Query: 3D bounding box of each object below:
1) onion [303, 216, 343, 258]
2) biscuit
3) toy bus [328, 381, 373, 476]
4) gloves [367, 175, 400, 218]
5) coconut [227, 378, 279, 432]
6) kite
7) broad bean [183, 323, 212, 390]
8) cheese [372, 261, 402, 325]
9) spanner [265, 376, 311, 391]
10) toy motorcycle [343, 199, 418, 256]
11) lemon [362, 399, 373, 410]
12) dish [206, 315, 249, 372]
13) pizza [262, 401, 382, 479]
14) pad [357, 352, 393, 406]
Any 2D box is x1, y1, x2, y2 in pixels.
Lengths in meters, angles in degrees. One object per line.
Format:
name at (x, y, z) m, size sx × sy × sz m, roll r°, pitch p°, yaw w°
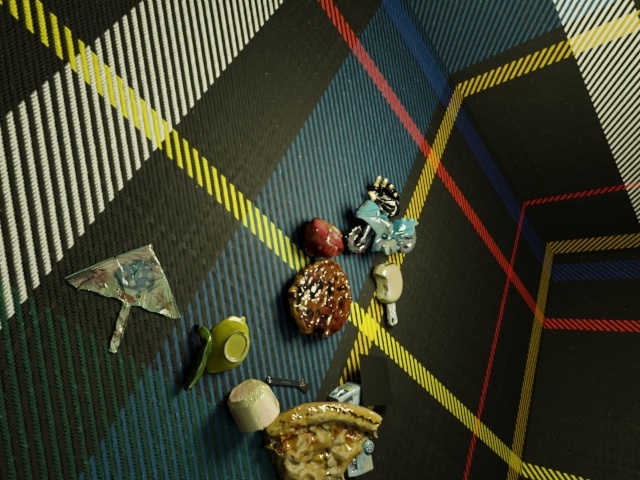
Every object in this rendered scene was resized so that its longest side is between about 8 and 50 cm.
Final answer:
onion at (0.000, 0.000, 1.638) m, size 0.184 × 0.147 × 0.184 m, roll 47°, pitch 19°, yaw -22°
biscuit at (0.000, 0.226, 1.632) m, size 0.334 × 0.081 × 0.290 m, roll -23°, pitch 99°, yaw -47°
toy bus at (0.118, 0.734, 1.655) m, size 0.135 × 0.109 × 0.330 m, roll -6°, pitch 87°, yaw -32°
gloves at (0.289, -0.200, 1.931) m, size 0.164 × 0.124 × 0.204 m, roll -21°, pitch 107°, yaw -25°
coconut at (-0.210, 0.534, 1.348) m, size 0.147 × 0.147 × 0.153 m, roll -34°, pitch 105°, yaw -41°
kite at (-0.535, 0.152, 1.186) m, size 0.335 × 0.011 × 0.315 m, roll 28°, pitch 66°, yaw -36°
broad bean at (-0.366, 0.353, 1.282) m, size 0.046 × 0.061 × 0.196 m, roll 71°, pitch 23°, yaw -70°
cheese at (0.312, 0.243, 1.922) m, size 0.163 × 0.082 × 0.287 m, roll -5°, pitch 89°, yaw -43°
spanner at (-0.113, 0.516, 1.527) m, size 0.208 × 0.012 × 0.046 m, roll 23°, pitch 70°, yaw -39°
toy motorcycle at (0.277, -0.053, 1.845) m, size 0.415 × 0.172 × 0.232 m, roll 2°, pitch 101°, yaw -34°
lemon at (0.190, 0.681, 1.753) m, size 0.083 × 0.062 × 0.062 m, roll -33°, pitch 106°, yaw -41°
dish at (-0.281, 0.332, 1.351) m, size 0.149 × 0.080 × 0.208 m, roll 46°, pitch 57°, yaw -29°
pizza at (-0.025, 0.706, 1.467) m, size 0.392 × 0.080 × 0.435 m, roll 43°, pitch 70°, yaw -15°
pad at (0.233, 0.582, 1.764) m, size 0.299 × 0.005 × 0.202 m, roll 28°, pitch 51°, yaw -55°
